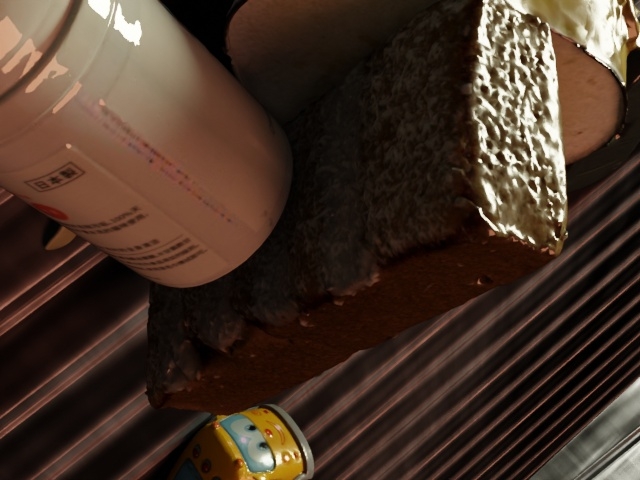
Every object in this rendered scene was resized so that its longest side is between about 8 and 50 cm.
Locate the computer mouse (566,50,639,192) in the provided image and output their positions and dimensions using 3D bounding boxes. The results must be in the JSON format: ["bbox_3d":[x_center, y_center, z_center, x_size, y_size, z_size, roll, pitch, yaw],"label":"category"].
[{"bbox_3d":[0.342,-0.165,1.224,0.138,0.086,0.269,-20,153,-25],"label":"computer mouse"}]

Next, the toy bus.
[{"bbox_3d":[-0.113,0.298,1.212,0.136,0.126,0.209,5,126,-45],"label":"toy bus"}]

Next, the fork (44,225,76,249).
[{"bbox_3d":[-0.161,-0.073,0.744,0.034,0.028,0.219,-20,149,-52],"label":"fork"}]

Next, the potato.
[{"bbox_3d":[0.074,-0.181,0.746,0.300,0.196,0.246,17,149,-28],"label":"potato"}]

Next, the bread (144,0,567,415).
[{"bbox_3d":[0.000,0.000,0.727,0.113,0.165,0.417,14,151,-30],"label":"bread"}]

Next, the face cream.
[{"bbox_3d":[-0.161,-0.106,0.552,0.145,0.145,0.370,-45,144,1],"label":"face cream"}]
